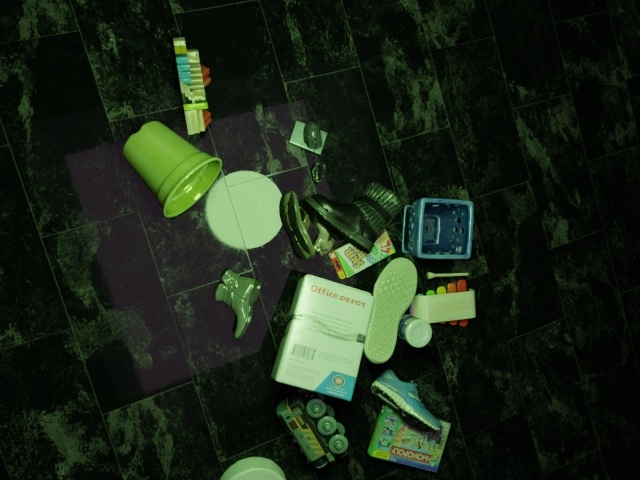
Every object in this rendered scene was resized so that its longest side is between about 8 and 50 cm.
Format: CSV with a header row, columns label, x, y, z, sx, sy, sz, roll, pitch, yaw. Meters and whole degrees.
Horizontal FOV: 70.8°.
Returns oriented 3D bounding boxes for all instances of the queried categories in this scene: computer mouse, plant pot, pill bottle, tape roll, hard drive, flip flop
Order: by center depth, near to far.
label,x,y,z,sx,sy,sz,roll,pitch,yaw
plant pot,-0.532,-0.265,1.569,0.254,0.276,0.276,43,80,0
tape roll,-0.256,0.985,1.711,0.286,0.100,0.287,0,90,-15
flip flop,-0.077,-0.061,1.758,0.080,0.112,0.277,-25,94,-39
computer mouse,-0.019,-0.351,1.772,0.071,0.041,0.242,-11,94,-15
hard drive,-0.049,-0.409,1.797,0.135,0.022,0.094,19,85,-14
pill bottle,0.356,0.357,1.819,0.111,0.186,0.112,0,91,-16
plant pot,0.461,-0.044,1.833,0.235,0.212,0.236,3,89,-14

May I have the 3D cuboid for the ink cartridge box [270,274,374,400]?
label,x,y,z,sx,sy,sz,roll,pitch,yaw
ink cartridge box,0.010,0.362,1.695,0.285,0.166,0.395,19,73,-9

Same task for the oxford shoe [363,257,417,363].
label,x,y,z,sx,sy,sz,roll,pitch,yaw
oxford shoe,0.261,0.271,1.786,0.169,0.130,0.450,23,67,-3

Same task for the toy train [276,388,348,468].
label,x,y,z,sx,sy,sz,roll,pitch,yaw
toy train,-0.028,0.727,1.758,0.190,0.142,0.334,-29,99,0

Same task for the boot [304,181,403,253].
label,x,y,z,sx,sy,sz,roll,pitch,yaw
boot,0.133,-0.141,1.790,0.347,0.131,0.260,36,80,-11

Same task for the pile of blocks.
label,x,y,z,sx,sy,sz,roll,pitch,yaw
pile of blocks,-0.450,-0.564,1.628,0.112,0.149,0.363,-10,92,-14

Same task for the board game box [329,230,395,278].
label,x,y,z,sx,sy,sz,roll,pitch,yaw
board game box,0.172,0.050,1.853,0.259,0.039,0.124,-27,96,-10

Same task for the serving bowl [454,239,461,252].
label,x,y,z,sx,sy,sz,roll,pitch,yaw
serving bowl,0.585,0.032,1.960,0.083,0.027,0.084,0,91,-15

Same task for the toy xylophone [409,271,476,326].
label,x,y,z,sx,sy,sz,roll,pitch,yaw
toy xylophone,0.534,0.249,1.920,0.322,0.081,0.237,5,89,-14

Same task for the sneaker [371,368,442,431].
label,x,y,z,sx,sy,sz,roll,pitch,yaw
sneaker,0.372,0.649,1.836,0.330,0.130,0.147,41,58,1

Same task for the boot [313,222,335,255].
label,x,y,z,sx,sy,sz,roll,pitch,yaw
boot,0.000,0.000,1.803,0.087,0.042,0.118,-43,100,-8

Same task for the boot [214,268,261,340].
label,x,y,z,sx,sy,sz,roll,pitch,yaw
boot,-0.331,0.241,1.709,0.161,0.083,0.247,17,80,-7

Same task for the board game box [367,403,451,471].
label,x,y,z,sx,sy,sz,roll,pitch,yaw
board game box,0.377,0.833,1.902,0.317,0.046,0.214,19,85,-14
